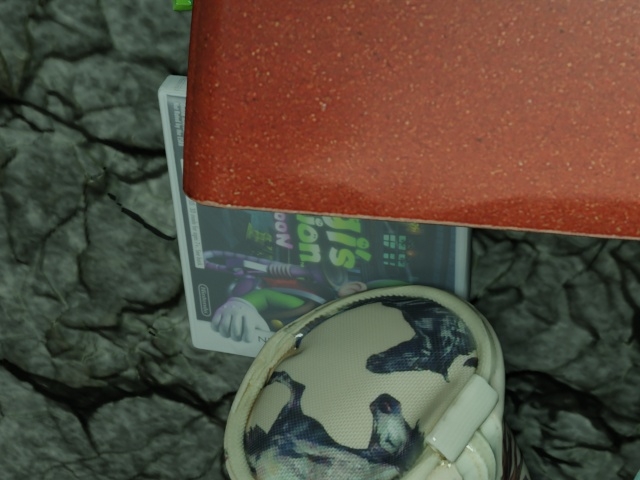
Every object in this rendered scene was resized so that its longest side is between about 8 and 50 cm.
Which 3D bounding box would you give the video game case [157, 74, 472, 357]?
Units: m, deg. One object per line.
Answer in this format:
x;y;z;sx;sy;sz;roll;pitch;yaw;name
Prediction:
0.000;0.000;0.769;0.173;0.022;0.190;8;129;14;video game case

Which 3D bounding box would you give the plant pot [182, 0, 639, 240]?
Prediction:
0.112;-0.161;0.461;0.267;0.267;0.235;5;117;17;plant pot

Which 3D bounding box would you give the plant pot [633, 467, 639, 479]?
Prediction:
0.260;0.177;0.668;0.196;0.293;0.293;27;137;35;plant pot

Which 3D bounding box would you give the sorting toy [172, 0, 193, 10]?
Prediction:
-0.039;-0.133;0.685;0.083;0.012;0.062;3;132;14;sorting toy

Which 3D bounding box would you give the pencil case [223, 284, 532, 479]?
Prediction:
0.081;0.215;0.797;0.183;0.160;0.410;8;136;37;pencil case
